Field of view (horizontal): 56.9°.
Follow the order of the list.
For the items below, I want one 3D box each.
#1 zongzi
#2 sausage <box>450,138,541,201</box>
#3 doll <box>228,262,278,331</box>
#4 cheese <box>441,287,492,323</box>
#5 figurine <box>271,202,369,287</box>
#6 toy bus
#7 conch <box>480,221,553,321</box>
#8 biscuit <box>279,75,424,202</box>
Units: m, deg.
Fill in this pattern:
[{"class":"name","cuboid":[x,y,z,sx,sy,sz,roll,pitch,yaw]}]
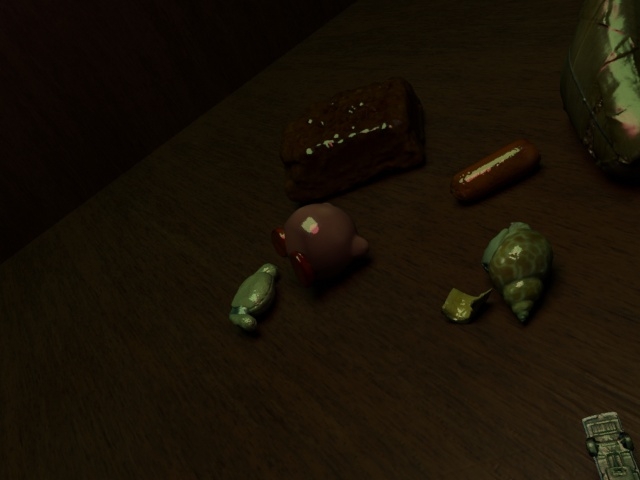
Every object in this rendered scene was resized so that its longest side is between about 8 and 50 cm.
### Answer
[{"class":"zongzi","cuboid":[0.564,-0.335,1.063,0.174,0.393,0.356,-2,41,4]},{"class":"sausage","cuboid":[0.367,-0.145,1.251,0.197,0.076,0.076,-28,31,9]},{"class":"doll","cuboid":[-0.149,0.123,1.321,0.103,0.072,0.214,-17,31,21]},{"class":"cheese","cuboid":[0.258,0.110,1.018,0.084,0.041,0.060,-19,23,49]},{"class":"figurine","cuboid":[0.000,0.000,1.277,0.173,0.173,0.173,-22,32,15]},{"class":"toy bus","cuboid":[0.348,0.278,0.682,0.051,0.061,0.153,-18,35,18]},{"class":"conch","cuboid":[0.338,0.036,1.001,0.116,0.106,0.173,-34,16,12]},{"class":"biscuit","cuboid":[0.083,-0.288,1.612,0.394,0.166,0.343,-18,36,20]}]
